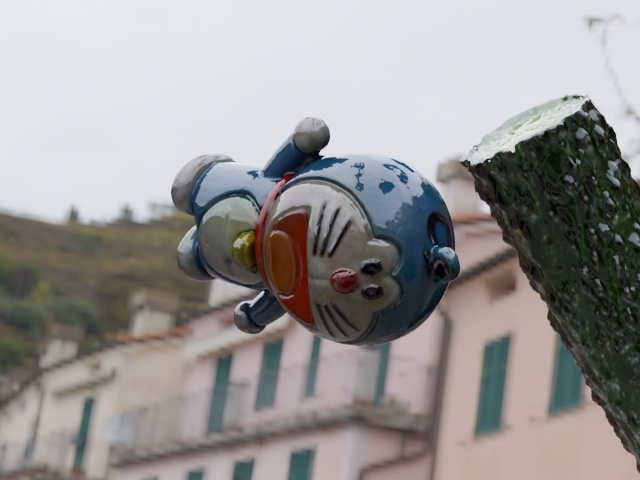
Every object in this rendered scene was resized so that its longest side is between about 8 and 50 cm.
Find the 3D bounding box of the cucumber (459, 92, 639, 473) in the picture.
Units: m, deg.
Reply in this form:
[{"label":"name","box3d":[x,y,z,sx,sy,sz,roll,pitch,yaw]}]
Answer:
[{"label":"cucumber","box3d":[0.216,0.078,1.133,0.096,0.096,0.359,-18,-75,57]}]

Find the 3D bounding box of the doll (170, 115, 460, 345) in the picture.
[{"label":"doll","box3d":[0.000,0.000,0.803,0.152,0.114,0.085,14,27,37]}]
